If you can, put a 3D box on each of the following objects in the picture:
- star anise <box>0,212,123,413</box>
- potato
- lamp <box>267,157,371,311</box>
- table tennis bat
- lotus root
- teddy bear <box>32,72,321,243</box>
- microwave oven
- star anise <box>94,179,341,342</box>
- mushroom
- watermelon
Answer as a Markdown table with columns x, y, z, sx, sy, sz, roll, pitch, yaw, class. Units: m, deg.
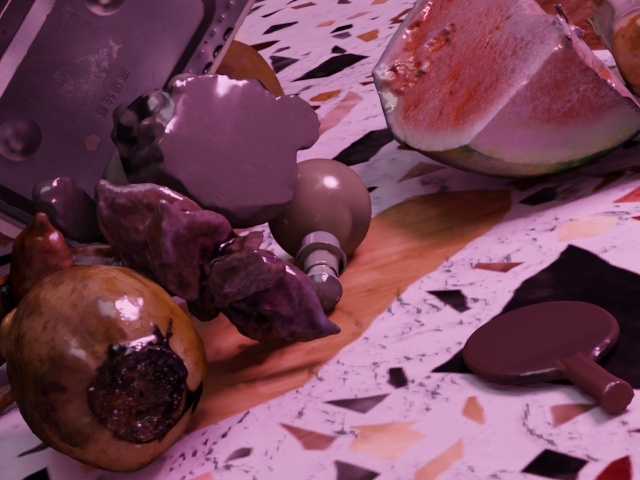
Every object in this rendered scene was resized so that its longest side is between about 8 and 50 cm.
| x | y | z | sx | sy | sz | roll | pitch | yaw | class |
| --- | --- | --- | --- | --- | --- | --- | --- | --- | --- |
| -0.230 | 0.056 | 1.175 | 0.212 | 0.111 | 0.196 | -40 | -7 | 19 | star anise |
| -0.116 | -0.134 | 1.539 | 0.154 | 0.137 | 0.200 | -45 | 17 | 14 | potato |
| 0.000 | 0.000 | 1.201 | 0.091 | 0.091 | 0.163 | -13 | 36 | 8 | lamp |
| 0.147 | 0.032 | 0.956 | 0.107 | 0.119 | 0.170 | -21 | 20 | -12 | table tennis bat |
| -0.162 | 0.081 | 1.019 | 0.138 | 0.138 | 0.214 | -28 | 30 | -29 | lotus root |
| -0.142 | -0.058 | 1.213 | 0.171 | 0.144 | 0.251 | 6 | -20 | -42 | teddy bear |
| -0.263 | -0.218 | 1.426 | 0.394 | 0.247 | 0.333 | -60 | 26 | 1 | microwave oven |
| -0.087 | 0.018 | 1.075 | 0.197 | 0.212 | 0.073 | 21 | 78 | 33 | star anise |
| 0.312 | -0.185 | 1.345 | 0.095 | 0.123 | 0.351 | -50 | 7 | 14 | mushroom |
| 0.169 | -0.162 | 1.321 | 0.224 | 0.180 | 0.305 | -2 | 29 | -14 | watermelon |
